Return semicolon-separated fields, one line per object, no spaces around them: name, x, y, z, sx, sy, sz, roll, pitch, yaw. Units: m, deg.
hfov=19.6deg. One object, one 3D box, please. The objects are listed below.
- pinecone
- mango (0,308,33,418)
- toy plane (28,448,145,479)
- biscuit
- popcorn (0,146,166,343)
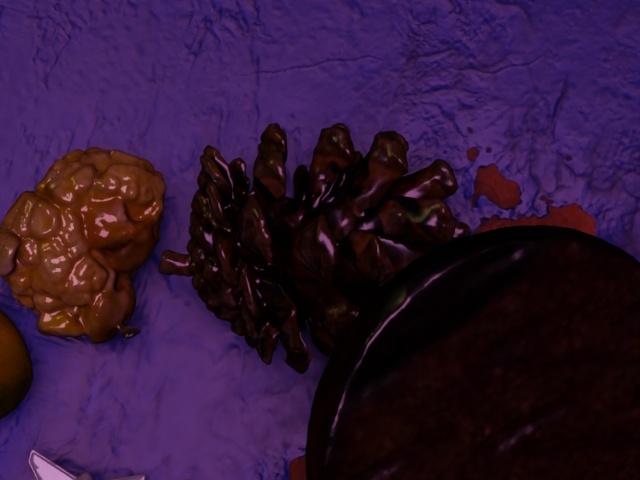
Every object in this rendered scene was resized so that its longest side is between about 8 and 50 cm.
pinecone;0.000;0.000;1.783;0.309;0.244;0.244;-19;84;-14
mango;-0.416;0.115;1.805;0.254;0.139;0.175;-14;96;-11
toy plane;-0.254;0.339;1.796;0.251;0.101;0.255;13;83;-11
biscuit;0.172;0.179;1.754;0.407;0.091;0.407;-6;106;-20
popcorn;-0.243;0.000;1.825;0.163;0.140;0.194;13;93;-8
